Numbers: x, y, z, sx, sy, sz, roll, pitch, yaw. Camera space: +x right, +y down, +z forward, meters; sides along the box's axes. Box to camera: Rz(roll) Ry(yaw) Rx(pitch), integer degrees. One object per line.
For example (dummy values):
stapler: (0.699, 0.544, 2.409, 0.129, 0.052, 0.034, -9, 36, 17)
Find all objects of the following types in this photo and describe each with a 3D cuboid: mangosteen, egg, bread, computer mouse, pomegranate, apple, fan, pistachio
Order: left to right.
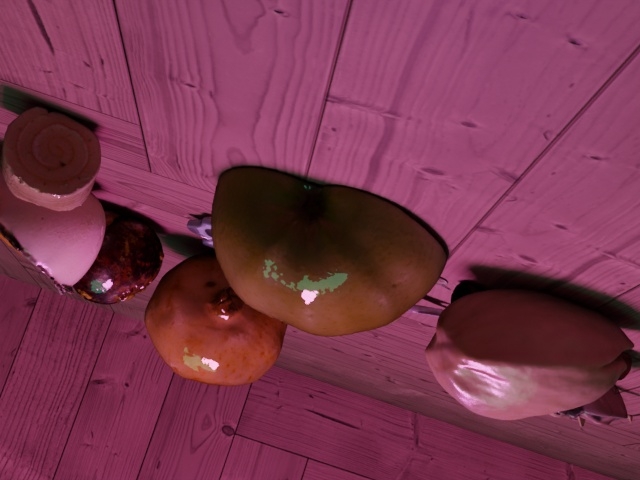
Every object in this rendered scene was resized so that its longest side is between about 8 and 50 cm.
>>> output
egg: (-0.511, -0.053, 2.189, 0.286, 0.174, 0.264, 39, 170, 17)
bread: (-0.413, -0.119, 1.830, 0.148, 0.134, 0.141, 34, 164, -7)
mangosteen: (-0.419, 0.015, 2.349, 0.217, 0.192, 0.192, 56, 168, 6)
pomegranate: (-0.211, 0.159, 2.424, 0.307, 0.307, 0.307, 17, 167, 4)
apple: (0.000, 0.000, 1.863, 0.320, 0.312, 0.360, -28, 162, 1)
fan: (0.192, 0.069, 2.066, 0.060, 0.003, 0.080, 15, 166, 17)
pistachio: (0.332, 0.180, 1.908, 0.331, 0.208, 0.226, -1, 175, 5)
computer mouse: (0.395, 0.225, 2.211, 0.389, 0.115, 0.199, 26, -178, 29)

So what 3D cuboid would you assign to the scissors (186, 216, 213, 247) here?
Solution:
scissors: (-0.064, 0.026, 2.176, 0.360, 0.029, 0.191, 15, 165, 15)

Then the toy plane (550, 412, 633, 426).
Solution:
toy plane: (0.514, 0.329, 2.473, 0.241, 0.104, 0.256, 12, 166, 34)

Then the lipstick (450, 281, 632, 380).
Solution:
lipstick: (0.380, 0.157, 2.056, 0.356, 0.057, 0.057, 23, 166, -19)

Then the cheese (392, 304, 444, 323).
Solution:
cheese: (0.109, 0.114, 2.193, 0.286, 0.082, 0.163, 8, 176, -10)
